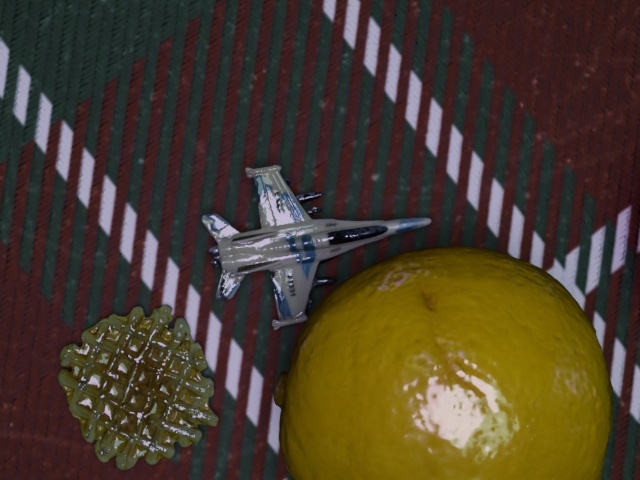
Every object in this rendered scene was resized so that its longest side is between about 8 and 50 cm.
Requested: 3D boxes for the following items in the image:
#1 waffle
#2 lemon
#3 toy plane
[{"bbox_3d":[-0.213,0.172,0.936,0.169,0.036,0.184,-25,91,-5],"label":"waffle"},{"bbox_3d":[0.123,0.166,0.812,0.347,0.348,0.348,0,89,-3],"label":"lemon"},{"bbox_3d":[-0.002,-0.001,0.932,0.261,0.088,0.192,-10,95,-13],"label":"toy plane"}]
